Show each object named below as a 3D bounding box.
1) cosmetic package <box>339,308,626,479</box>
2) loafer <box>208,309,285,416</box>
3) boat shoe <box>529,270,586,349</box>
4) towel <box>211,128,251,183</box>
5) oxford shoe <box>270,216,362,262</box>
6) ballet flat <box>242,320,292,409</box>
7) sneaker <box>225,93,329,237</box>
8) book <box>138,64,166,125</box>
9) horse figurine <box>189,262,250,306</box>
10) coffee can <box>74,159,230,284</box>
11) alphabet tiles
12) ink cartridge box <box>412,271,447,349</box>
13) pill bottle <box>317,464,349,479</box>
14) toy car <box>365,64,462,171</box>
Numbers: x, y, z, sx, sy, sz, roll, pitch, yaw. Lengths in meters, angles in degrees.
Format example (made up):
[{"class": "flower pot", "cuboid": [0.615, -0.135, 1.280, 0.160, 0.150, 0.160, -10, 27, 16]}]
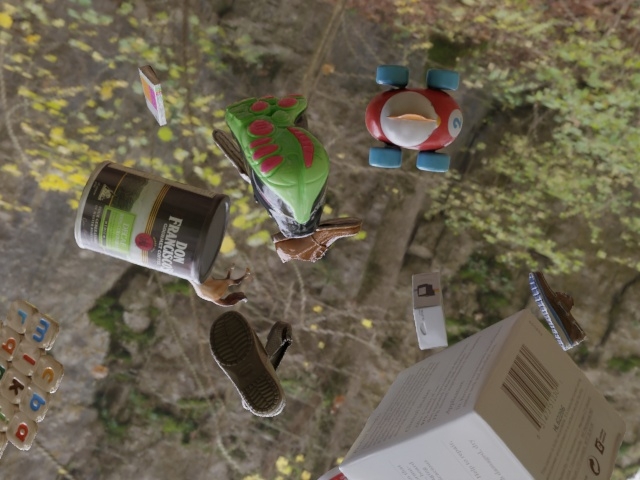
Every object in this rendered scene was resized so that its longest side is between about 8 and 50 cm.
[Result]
[{"class": "cosmetic package", "cuboid": [0.323, 0.410, 1.571, 0.327, 0.393, 0.329, 49, -136, -5]}, {"class": "loafer", "cuboid": [-0.153, 0.265, 1.652, 0.268, 0.102, 0.092, 59, 176, 35]}, {"class": "boat shoe", "cuboid": [0.518, 0.144, 1.718, 0.066, 0.066, 0.183, 37, -152, -86]}, {"class": "towel", "cuboid": [-0.200, -0.192, 2.269, 0.282, 0.049, 0.187, 49, 179, 31]}, {"class": "oxford shoe", "cuboid": [0.000, 0.000, 1.543, 0.212, 0.076, 0.076, -14, -175, 38]}, {"class": "ballet flat", "cuboid": [-0.132, 0.329, 2.042, 0.058, 0.250, 0.084, 25, -179, 28]}, {"class": "sneaker", "cuboid": [-0.091, -0.161, 1.584, 0.185, 0.202, 0.483, -5, -150, -5]}, {"class": "book", "cuboid": [-0.472, -0.410, 2.228, 0.035, 0.144, 0.096, -23, -125, -20]}, {"class": "horse figurine", "cuboid": [-0.298, 0.082, 2.048, 0.263, 0.174, 0.066, 46, 145, -5]}, {"class": "coffee can", "cuboid": [-0.357, -0.040, 1.698, 0.275, 0.202, 0.201, 17, -175, 4]}, {"class": "alphabet tiles", "cuboid": [-0.599, 0.263, 1.504, 0.278, 0.284, 0.021, 22, 176, 35]}, {"class": "ink cartridge box", "cuboid": [0.282, 0.180, 2.031, 0.072, 0.127, 0.175, -8, -155, 10]}, {"class": "pill bottle", "cuboid": [0.119, 0.617, 1.703, 0.283, 0.161, 0.161, 59, -160, 22]}, {"class": "toy car", "cuboid": [0.203, -0.252, 1.640, 0.210, 0.219, 0.238, 5, -169, 0]}]
